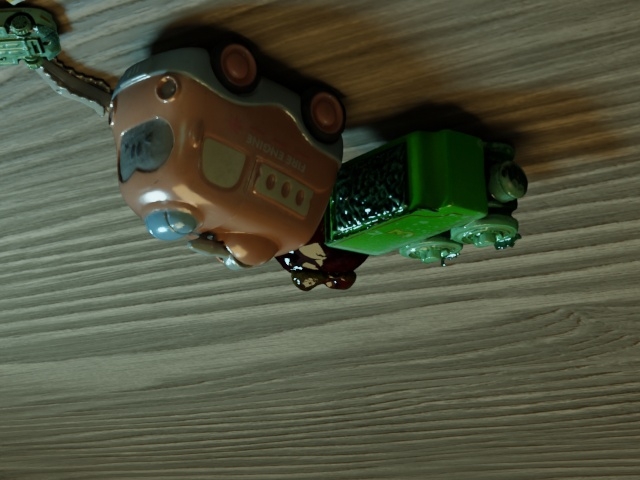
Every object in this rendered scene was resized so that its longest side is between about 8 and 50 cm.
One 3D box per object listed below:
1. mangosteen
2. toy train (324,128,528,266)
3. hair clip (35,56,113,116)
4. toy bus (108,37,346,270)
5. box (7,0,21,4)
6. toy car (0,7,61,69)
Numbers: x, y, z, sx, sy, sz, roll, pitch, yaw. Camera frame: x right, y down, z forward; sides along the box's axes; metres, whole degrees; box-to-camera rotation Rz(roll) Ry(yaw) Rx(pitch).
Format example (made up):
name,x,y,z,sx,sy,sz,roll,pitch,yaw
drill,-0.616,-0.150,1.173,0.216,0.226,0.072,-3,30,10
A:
name,x,y,z,sx,sy,sz,roll,pitch,yaw
mangosteen,0.000,0.000,2.018,0.153,0.152,0.152,9,157,4
toy train,0.128,-0.052,1.827,0.188,0.132,0.243,11,159,-39
hair clip,-0.282,-0.179,1.866,0.226,0.034,0.072,26,153,-31
toy bus,-0.118,-0.089,1.762,0.288,0.232,0.194,24,157,-35
box,-0.300,-0.314,1.560,0.220,0.032,0.122,-13,149,42
toy car,-0.398,-0.241,1.738,0.186,0.058,0.093,-3,156,1
